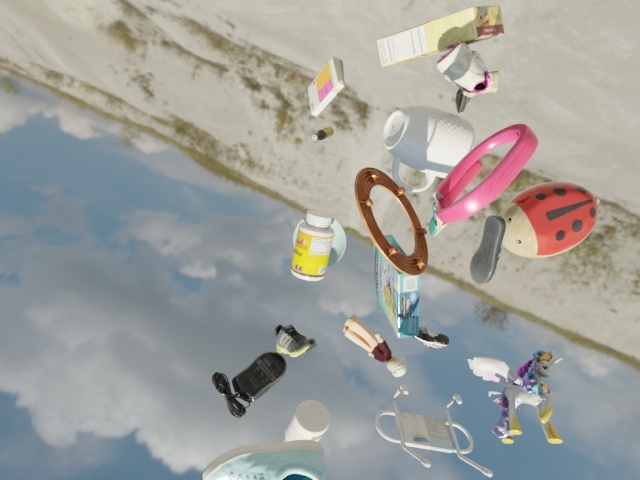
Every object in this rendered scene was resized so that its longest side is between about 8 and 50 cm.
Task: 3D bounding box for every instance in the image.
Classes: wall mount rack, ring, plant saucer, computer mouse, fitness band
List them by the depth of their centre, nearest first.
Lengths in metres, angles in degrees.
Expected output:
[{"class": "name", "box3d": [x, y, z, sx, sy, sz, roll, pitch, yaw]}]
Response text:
[{"class": "fitness band", "box3d": [0.364, -0.154, 1.207, 0.054, 0.291, 0.209, 46, 161, -12]}, {"class": "ring", "box3d": [0.210, -0.061, 1.497, 0.336, 0.032, 0.337, 35, -139, -37]}, {"class": "wall mount rack", "box3d": [0.353, 0.594, 1.631, 0.350, 0.130, 0.304, 14, -148, -16]}, {"class": "plant saucer", "box3d": [0.000, 0.000, 1.914, 0.195, 0.195, 0.037, 24, -168, 11]}, {"class": "computer mouse", "box3d": [-0.248, 0.512, 1.976, 0.272, 0.072, 0.188, -30, -112, -25]}]

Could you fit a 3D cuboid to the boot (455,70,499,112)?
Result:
[{"class": "boot", "box3d": [0.700, -0.664, 2.401, 0.165, 0.213, 0.077, -6, -127, -6]}]

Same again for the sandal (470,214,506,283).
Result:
[{"class": "sandal", "box3d": [0.566, 0.037, 1.773, 0.054, 0.255, 0.097, -5, -147, -26]}]

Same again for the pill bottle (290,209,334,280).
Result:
[{"class": "pill bottle", "box3d": [-0.023, 0.014, 1.746, 0.117, 0.215, 0.117, 11, -164, -3]}]

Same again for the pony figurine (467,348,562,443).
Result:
[{"class": "pony figurine", "box3d": [0.786, 0.610, 2.135, 0.303, 0.351, 0.363, 46, -135, -31]}]

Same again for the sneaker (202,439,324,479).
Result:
[{"class": "sneaker", "box3d": [-0.165, 0.686, 1.556, 0.365, 0.135, 0.150, -14, -150, 0]}]

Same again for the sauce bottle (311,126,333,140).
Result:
[{"class": "sauce bottle", "box3d": [0.007, -0.407, 2.055, 0.042, 0.042, 0.128, 25, -150, 16]}]

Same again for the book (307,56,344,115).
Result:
[{"class": "book", "box3d": [0.013, -0.433, 1.515, 0.035, 0.144, 0.096, 9, -118, -32]}]

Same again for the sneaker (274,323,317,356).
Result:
[{"class": "sneaker", "box3d": [-0.126, 0.439, 2.384, 0.111, 0.121, 0.300, -24, -172, -35]}]

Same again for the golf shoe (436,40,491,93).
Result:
[{"class": "golf shoe", "box3d": [0.423, -0.465, 1.520, 0.140, 0.115, 0.306, 52, -152, 9]}]

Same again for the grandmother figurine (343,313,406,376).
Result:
[{"class": "grandmother figurine", "box3d": [0.255, 0.496, 2.469, 0.342, 0.104, 0.208, 40, 160, 20]}]

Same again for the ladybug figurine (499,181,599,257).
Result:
[{"class": "ladybug figurine", "box3d": [0.953, -0.099, 2.209, 0.162, 0.449, 0.305, 91, 154, -78]}]

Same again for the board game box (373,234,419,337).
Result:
[{"class": "board game box", "box3d": [0.274, 0.160, 1.983, 0.079, 0.254, 0.336, -7, -157, -8]}]

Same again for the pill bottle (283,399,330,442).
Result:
[{"class": "pill bottle", "box3d": [-0.059, 0.695, 1.961, 0.131, 0.229, 0.131, 12, -136, -12]}]

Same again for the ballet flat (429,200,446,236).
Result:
[{"class": "ballet flat", "box3d": [0.569, -0.102, 2.547, 0.086, 0.086, 0.248, 27, 154, 20]}]

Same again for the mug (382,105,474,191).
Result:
[{"class": "mug", "box3d": [0.436, -0.394, 2.326, 0.328, 0.374, 0.276, 11, -170, -27]}]

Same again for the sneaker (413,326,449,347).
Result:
[{"class": "sneaker", "box3d": [0.481, 0.447, 2.395, 0.178, 0.077, 0.072, 22, -133, -9]}]

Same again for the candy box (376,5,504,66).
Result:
[{"class": "candy box", "box3d": [0.346, -0.594, 1.566, 0.316, 0.088, 0.183, -3, -164, 43]}]
